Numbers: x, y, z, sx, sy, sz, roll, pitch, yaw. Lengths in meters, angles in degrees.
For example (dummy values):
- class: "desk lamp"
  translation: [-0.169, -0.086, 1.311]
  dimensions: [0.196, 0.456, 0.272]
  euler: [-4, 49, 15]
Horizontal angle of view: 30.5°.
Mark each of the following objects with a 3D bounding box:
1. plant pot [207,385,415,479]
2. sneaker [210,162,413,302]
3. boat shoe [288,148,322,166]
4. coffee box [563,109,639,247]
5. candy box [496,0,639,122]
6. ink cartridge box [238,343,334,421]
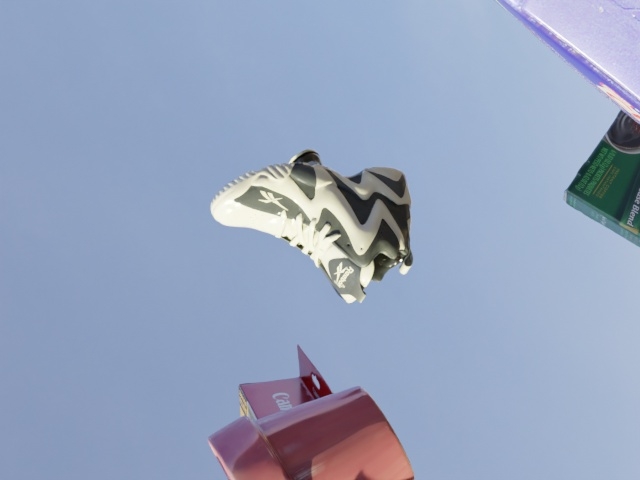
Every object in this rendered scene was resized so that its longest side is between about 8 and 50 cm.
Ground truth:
- class: "plant pot"
  translation: [-0.002, 0.262, 1.314]
  dimensions: [0.180, 0.201, 0.201]
  euler: [-28, -81, -11]
- class: "sneaker"
  translation: [0.000, 0.000, 1.324]
  dimensions: [0.235, 0.094, 0.153]
  euler: [1, -121, -22]
- class: "boat shoe"
  translation: [-0.013, -0.083, 1.595]
  dimensions: [0.042, 0.049, 0.133]
  euler: [61, 173, 22]
- class: "coffee box"
  translation: [0.306, -0.033, 0.953]
  dimensions: [0.113, 0.184, 0.040]
  euler: [-54, -17, -6]
- class: "candy box"
  translation: [0.224, -0.120, 0.694]
  dimensions: [0.268, 0.122, 0.317]
  euler: [37, -165, -8]
- class: "ink cartridge box"
  translation: [-0.058, 0.360, 2.113]
  dimensions: [0.130, 0.309, 0.272]
  euler: [-6, -78, -13]
